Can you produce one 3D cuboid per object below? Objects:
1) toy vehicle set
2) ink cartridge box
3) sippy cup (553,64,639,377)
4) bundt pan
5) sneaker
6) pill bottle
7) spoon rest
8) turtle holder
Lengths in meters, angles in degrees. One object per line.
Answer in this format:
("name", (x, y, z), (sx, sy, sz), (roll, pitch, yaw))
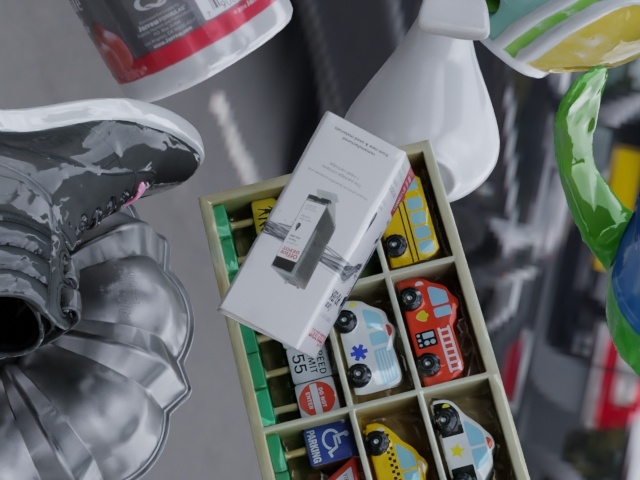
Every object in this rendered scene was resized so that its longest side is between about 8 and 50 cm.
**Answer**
("toy vehicle set", (0.027, 0.074, 1.239), (0.035, 0.166, 0.266), (74, 1, -67))
("ink cartridge box", (0.000, 0.000, 1.133), (0.135, 0.056, 0.099), (-61, 171, -3))
("sippy cup", (0.311, -0.030, 1.240), (0.240, 0.306, 0.224), (-84, 173, -53))
("bundt pan", (-0.261, 0.066, 1.430), (0.124, 0.331, 0.330), (99, 7, -74))
("sneaker", (-0.165, -0.003, 1.114), (0.296, 0.105, 0.146), (-4, 68, -52))
("pill bottle", (-0.172, -0.297, 1.657), (0.318, 0.176, 0.176), (61, 29, -15))
("spoon rest", (0.092, -0.118, 1.538), (0.276, 0.137, 0.084), (103, -3, -57))
("turtle holder", (0.241, -0.243, 1.602), (0.227, 0.320, 0.243), (-48, -175, 18))
